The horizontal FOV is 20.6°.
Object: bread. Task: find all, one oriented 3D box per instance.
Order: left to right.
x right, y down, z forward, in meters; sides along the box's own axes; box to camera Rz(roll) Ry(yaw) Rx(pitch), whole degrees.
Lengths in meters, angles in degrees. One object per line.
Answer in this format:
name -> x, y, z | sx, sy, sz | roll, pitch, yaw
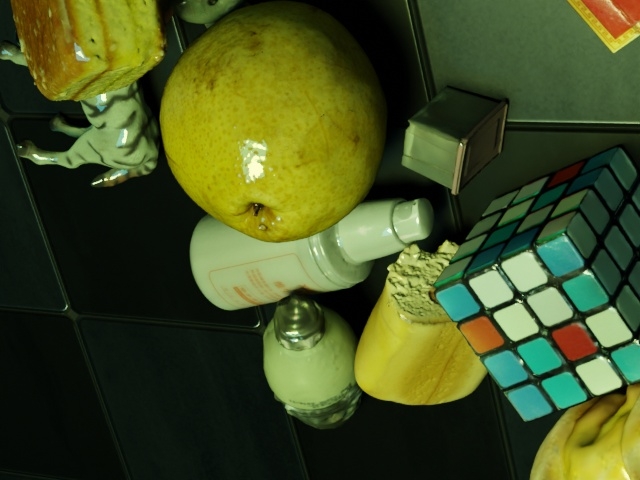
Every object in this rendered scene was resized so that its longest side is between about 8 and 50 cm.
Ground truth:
bread -> -0.218, -0.245, 1.524 | 0.184, 0.110, 0.234 | 163, 93, -69
bread -> 0.105, 0.080, 1.649 | 0.134, 0.085, 0.173 | 1, 145, -18

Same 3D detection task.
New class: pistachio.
pistachio -> 0.329, 0.212, 1.523 | 0.230, 0.308, 0.230 | -8, 79, 47

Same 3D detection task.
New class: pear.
pear -> -0.038, -0.096, 1.541 | 0.208, 0.209, 0.209 | 16, 129, 21

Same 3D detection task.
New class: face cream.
face cream -> 0.000, 0.000, 1.664 | 0.251, 0.101, 0.101 | -11, 115, 36

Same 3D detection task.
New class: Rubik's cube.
Rubik's cube -> 0.217, 0.037, 1.522 | 0.151, 0.155, 0.154 | -26, 107, 41

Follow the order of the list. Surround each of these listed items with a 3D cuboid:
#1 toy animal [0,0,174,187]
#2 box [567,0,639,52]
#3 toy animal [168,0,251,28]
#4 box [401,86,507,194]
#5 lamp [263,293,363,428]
toy animal -> -0.226, -0.167, 1.693 | 0.170, 0.090, 0.255 | 21, 133, 12
box -> 0.266, -0.268, 1.334 | 0.153, 0.074, 0.240 | 45, 132, -10
toy animal -> -0.094, -0.253, 1.534 | 0.138, 0.108, 0.236 | 10, 127, 24
box -> 0.116, -0.090, 1.542 | 0.063, 0.084, 0.060 | 25, 132, 21
lamp -> -0.004, 0.123, 1.731 | 0.101, 0.101, 0.250 | 19, 159, 19
